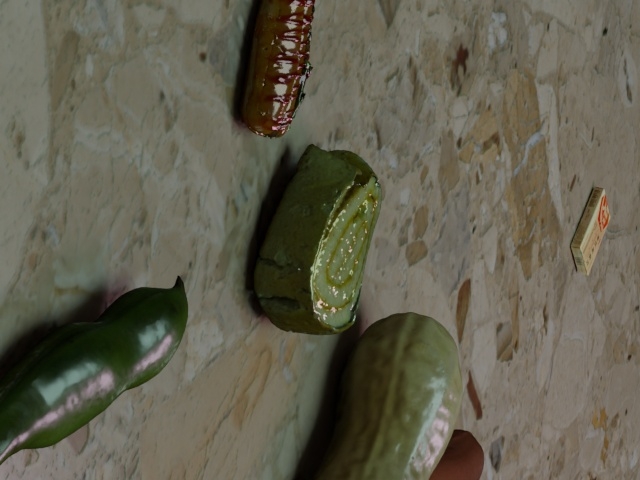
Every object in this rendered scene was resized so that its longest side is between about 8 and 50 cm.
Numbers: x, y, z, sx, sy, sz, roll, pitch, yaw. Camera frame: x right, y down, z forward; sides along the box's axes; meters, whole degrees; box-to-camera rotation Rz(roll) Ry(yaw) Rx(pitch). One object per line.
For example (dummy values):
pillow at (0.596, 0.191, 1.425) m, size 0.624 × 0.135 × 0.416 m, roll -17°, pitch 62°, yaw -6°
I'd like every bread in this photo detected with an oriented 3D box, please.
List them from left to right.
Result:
bread at (0.000, 0.000, 1.481) m, size 0.117 × 0.064 × 0.156 m, roll 58°, pitch 47°, yaw -61°

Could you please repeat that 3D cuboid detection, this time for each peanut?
peanut at (0.049, 0.197, 1.619) m, size 0.125 × 0.111 × 0.274 m, roll 70°, pitch 39°, yaw -72°

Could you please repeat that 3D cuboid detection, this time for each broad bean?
broad bean at (-0.178, 0.114, 1.168) m, size 0.318 × 0.056 × 0.098 m, roll -49°, pitch 148°, yaw -39°

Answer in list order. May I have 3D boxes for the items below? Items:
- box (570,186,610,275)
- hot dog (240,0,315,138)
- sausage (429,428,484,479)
box at (0.327, -0.011, 2.220) m, size 0.093 × 0.015 × 0.058 m, roll -64°, pitch 149°, yaw -29°
hot dog at (-0.027, -0.148, 1.394) m, size 0.062 × 0.038 × 0.144 m, roll 16°, pitch 85°, yaw -65°
sausage at (0.106, 0.230, 1.785) m, size 0.194 × 0.077 × 0.077 m, roll -14°, pitch 112°, yaw -63°
